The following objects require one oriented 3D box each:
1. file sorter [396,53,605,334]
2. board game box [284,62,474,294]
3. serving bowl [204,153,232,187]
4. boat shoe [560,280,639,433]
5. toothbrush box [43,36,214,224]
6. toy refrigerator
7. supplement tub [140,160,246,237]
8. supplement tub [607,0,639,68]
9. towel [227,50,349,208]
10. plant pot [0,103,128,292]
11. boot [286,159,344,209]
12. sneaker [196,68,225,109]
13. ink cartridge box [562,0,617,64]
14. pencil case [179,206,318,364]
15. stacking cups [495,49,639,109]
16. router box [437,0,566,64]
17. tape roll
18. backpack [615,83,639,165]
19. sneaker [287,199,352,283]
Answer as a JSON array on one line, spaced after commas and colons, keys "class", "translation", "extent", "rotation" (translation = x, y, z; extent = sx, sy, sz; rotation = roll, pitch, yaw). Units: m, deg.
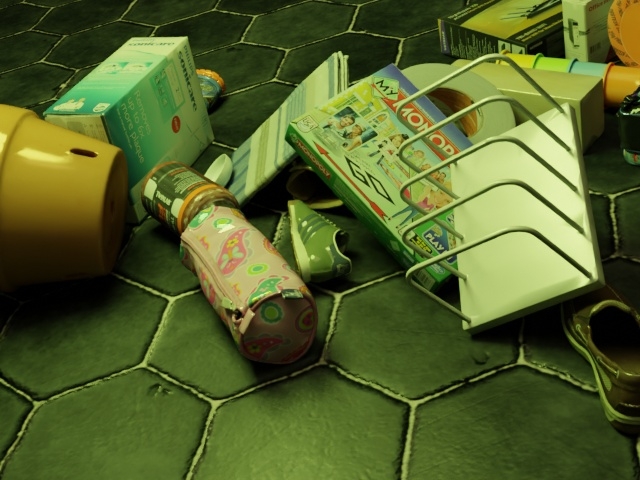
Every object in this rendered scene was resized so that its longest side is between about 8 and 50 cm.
[{"class": "file sorter", "translation": [0.211, -0.060, 1.252], "extent": [0.193, 0.173, 0.277], "rotation": [-26, 49, 35]}, {"class": "board game box", "translation": [0.130, -0.096, 1.436], "extent": [0.214, 0.046, 0.317], "rotation": [-34, 73, -28]}, {"class": "serving bowl", "translation": [-0.174, -0.105, 1.693], "extent": [0.083, 0.027, 0.083], "rotation": [-46, 24, 27]}, {"class": "boat shoe", "translation": [0.348, 0.105, 1.168], "extent": [0.095, 0.095, 0.257], "rotation": [-12, 33, 1]}, {"class": "toothbrush box", "translation": [-0.323, -0.198, 1.735], "extent": [0.126, 0.216, 0.295], "rotation": [4, 36, 22]}, {"class": "toy refrigerator", "translation": [0.333, -0.229, 1.665], "extent": [0.270, 0.102, 0.094], "rotation": [15, 42, 36]}, {"class": "supplement tub", "translation": [-0.197, -0.050, 1.573], "extent": [0.106, 0.106, 0.198], "rotation": [-30, 36, -24]}, {"class": "supplement tub", "translation": [0.677, -0.425, 1.745], "extent": [0.338, 0.207, 0.207], "rotation": [-30, 37, -25]}, {"class": "towel", "translation": [-0.054, -0.174, 1.640], "extent": [0.285, 0.034, 0.209], "rotation": [-41, 25, 25]}, {"class": "plant pot", "translation": [-0.415, -0.056, 1.525], "extent": [0.204, 0.290, 0.290], "rotation": [6, 34, -1]}, {"class": "boot", "translation": [0.003, -0.145, 1.664], "extent": [0.262, 0.095, 0.203], "rotation": [22, 48, 37]}, {"class": "sneaker", "translation": [-0.305, -0.292, 1.996], "extent": [0.221, 0.083, 0.087], "rotation": [-5, 42, 18]}, {"class": "ink cartridge box", "translation": [0.498, -0.392, 1.820], "extent": [0.099, 0.135, 0.056], "rotation": [-30, 36, -25]}, {"class": "pencil case", "translation": [-0.105, 0.056, 1.369], "extent": [0.124, 0.124, 0.284], "rotation": [-22, 34, -14]}, {"class": "stacking cups", "translation": [0.457, -0.272, 1.690], "extent": [0.316, 0.096, 0.096], "rotation": [9, 39, 30]}, {"class": "router box", "translation": [0.426, -0.431, 1.952], "extent": [0.309, 0.081, 0.243], "rotation": [-30, 37, -25]}, {"class": "tape roll", "translation": [0.194, -0.180, 1.582], "extent": [0.219, 0.072, 0.219], "rotation": [5, 55, -7]}, {"class": "backpack", "translation": [0.556, -0.196, 1.526], "extent": [0.158, 0.116, 0.173], "rotation": [13, 42, 34]}, {"class": "sneaker", "translation": [0.000, 0.000, 1.478], "extent": [0.086, 0.064, 0.192], "rotation": [-6, 33, -4]}]
